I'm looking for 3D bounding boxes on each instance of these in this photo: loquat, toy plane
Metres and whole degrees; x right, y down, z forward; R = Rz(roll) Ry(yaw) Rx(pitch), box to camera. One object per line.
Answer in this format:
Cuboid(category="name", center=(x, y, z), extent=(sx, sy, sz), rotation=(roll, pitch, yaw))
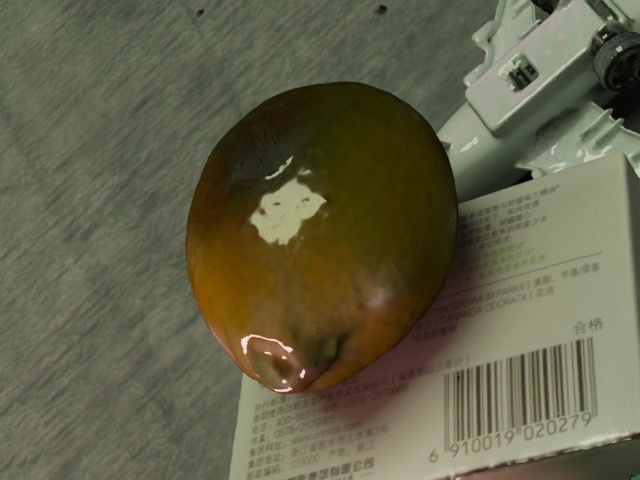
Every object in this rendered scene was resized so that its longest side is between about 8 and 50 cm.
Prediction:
Cuboid(category="loquat", center=(0.000, 0.000, 0.755), extent=(0.152, 0.152, 0.195), rotation=(-12, 37, 32))
Cuboid(category="toy plane", center=(0.154, -0.103, 0.917), extent=(0.255, 0.101, 0.251), rotation=(-36, 52, 8))

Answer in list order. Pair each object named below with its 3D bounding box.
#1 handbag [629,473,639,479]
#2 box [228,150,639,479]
Cuboid(category="handbag", center=(0.167, 0.189, 0.551), extent=(0.269, 0.100, 0.274), rotation=(-39, 23, 42))
Cuboid(category="box", center=(0.083, 0.084, 0.806), extent=(0.260, 0.111, 0.194), rotation=(-19, 44, 29))
